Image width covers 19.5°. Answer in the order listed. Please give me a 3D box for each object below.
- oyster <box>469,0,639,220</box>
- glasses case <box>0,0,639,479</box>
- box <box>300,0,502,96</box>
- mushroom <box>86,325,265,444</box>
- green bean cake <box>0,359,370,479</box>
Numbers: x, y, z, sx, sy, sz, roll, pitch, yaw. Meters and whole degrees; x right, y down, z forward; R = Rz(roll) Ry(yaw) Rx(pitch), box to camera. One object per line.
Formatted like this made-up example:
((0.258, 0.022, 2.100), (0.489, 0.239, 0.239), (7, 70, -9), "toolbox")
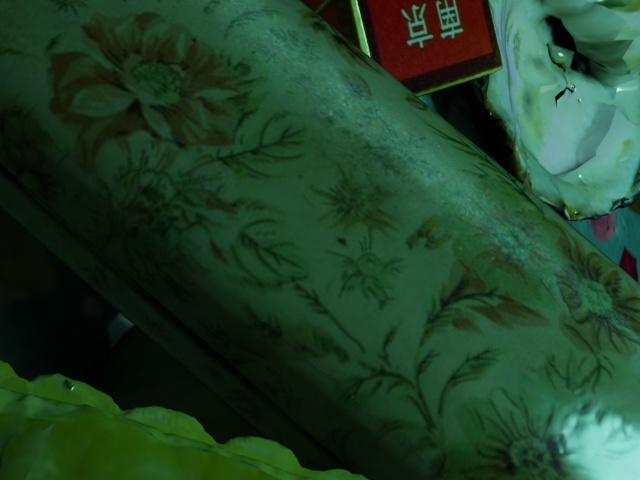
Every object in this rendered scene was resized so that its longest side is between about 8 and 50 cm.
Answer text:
((0.162, -0.114, 1.228), (0.259, 0.092, 0.198), (-19, 99, -47), "oyster")
((0.000, 0.000, 0.772), (0.425, 0.098, 0.156), (40, 53, 4), "glasses case")
((0.019, -0.195, 1.042), (0.153, 0.074, 0.240), (-24, 104, -59), "box")
((0.009, 0.195, 0.844), (0.217, 0.212, 0.292), (-66, 142, -50), "mushroom")
((-0.093, 0.171, 0.661), (0.124, 0.233, 0.236), (112, -7, -60), "green bean cake")
